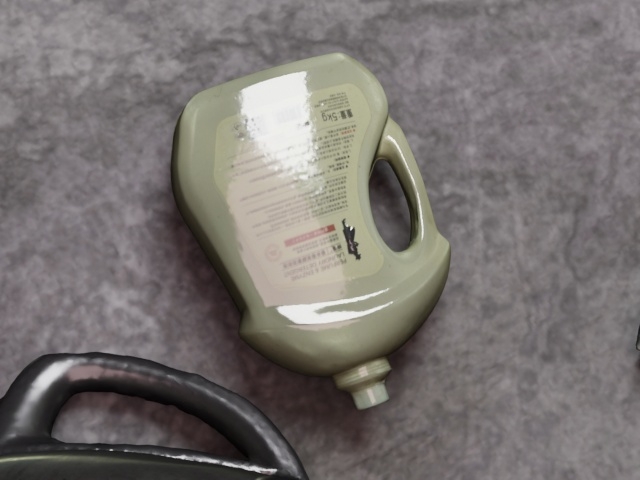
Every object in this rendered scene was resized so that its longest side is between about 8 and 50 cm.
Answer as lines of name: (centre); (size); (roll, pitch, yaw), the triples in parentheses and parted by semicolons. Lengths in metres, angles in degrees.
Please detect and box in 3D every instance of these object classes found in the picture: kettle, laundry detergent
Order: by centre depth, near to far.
kettle: (-0.145, 0.205, 0.771); (0.271, 0.207, 0.250); (12, 87, 6)
laundry detergent: (0.000, 0.000, 0.867); (0.181, 0.091, 0.253); (-19, 82, -12)

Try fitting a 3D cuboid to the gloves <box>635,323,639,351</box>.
gloves: (0.342, 0.095, 0.859); (0.212, 0.111, 0.127); (24, 49, 25)
